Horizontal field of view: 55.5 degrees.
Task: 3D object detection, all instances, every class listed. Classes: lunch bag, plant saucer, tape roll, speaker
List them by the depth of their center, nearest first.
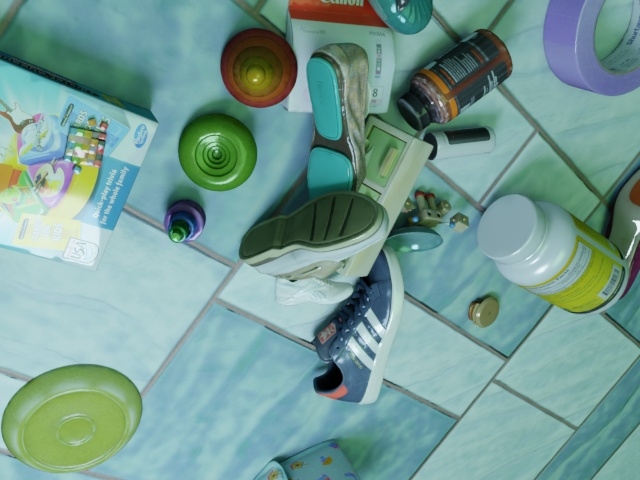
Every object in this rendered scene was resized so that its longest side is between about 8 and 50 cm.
[{"bbox_3d":[-0.443,0.335,1.100,0.241,0.037,0.241,-11,120,-20],"label":"plant saucer"},{"bbox_3d":[0.265,-0.187,1.169,0.136,0.055,0.055,-9,118,-21],"label":"speaker"},{"bbox_3d":[0.569,-0.425,1.175,0.275,0.090,0.275,-11,120,-21],"label":"tape roll"},{"bbox_3d":[0.183,-0.004,1.205,0.119,0.119,0.021,12,67,-30],"label":"plant saucer"},{"bbox_3d":[-0.035,0.583,1.311,0.262,0.223,0.160,-15,115,-16],"label":"lunch bag"}]

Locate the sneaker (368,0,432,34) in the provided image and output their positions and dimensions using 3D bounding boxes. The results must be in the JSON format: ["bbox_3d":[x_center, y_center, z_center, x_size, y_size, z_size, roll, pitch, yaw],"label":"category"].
[{"bbox_3d":[0.117,-0.452,0.909,0.108,0.121,0.302,-34,121,-15],"label":"sneaker"}]

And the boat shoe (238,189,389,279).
[{"bbox_3d":[0.000,0.000,1.023,0.103,0.302,0.113,39,55,-36],"label":"boat shoe"}]

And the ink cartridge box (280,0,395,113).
[{"bbox_3d":[0.036,-0.326,0.988,0.189,0.066,0.232,-4,121,-24],"label":"ink cartridge box"}]

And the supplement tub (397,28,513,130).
[{"bbox_3d":[0.233,-0.278,1.076,0.198,0.106,0.106,-36,125,-5],"label":"supplement tub"}]

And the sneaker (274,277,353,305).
[{"bbox_3d":[-0.012,0.088,1.158,0.152,0.054,0.061,-3,107,-5],"label":"sneaker"}]

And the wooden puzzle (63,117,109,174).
[{"bbox_3d":[-0.326,-0.130,0.843,0.049,0.006,0.083,8,110,-29],"label":"wooden puzzle"}]

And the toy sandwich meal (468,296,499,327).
[{"bbox_3d":[0.382,0.166,1.422,0.085,0.029,0.085,-13,114,-31],"label":"toy sandwich meal"}]

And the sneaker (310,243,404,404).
[{"bbox_3d":[0.064,0.172,1.214,0.148,0.131,0.350,5,106,-14],"label":"sneaker"}]

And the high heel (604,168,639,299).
[{"bbox_3d":[0.765,-0.027,1.488,0.377,0.127,0.181,-61,152,7],"label":"high heel"}]

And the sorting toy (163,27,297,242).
[{"bbox_3d":[-0.151,-0.144,0.925,0.127,0.126,0.365,26,106,-12],"label":"sorting toy"}]

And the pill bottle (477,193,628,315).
[{"bbox_3d":[0.495,0.029,1.309,0.334,0.188,0.188,25,102,-33],"label":"pill bottle"}]

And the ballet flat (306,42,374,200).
[{"bbox_3d":[0.042,-0.170,0.991,0.106,0.107,0.316,-38,145,-35],"label":"ballet flat"}]

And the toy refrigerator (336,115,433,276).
[{"bbox_3d":[0.084,-0.075,1.090,0.094,0.102,0.269,4,117,-58],"label":"toy refrigerator"}]

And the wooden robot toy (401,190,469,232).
[{"bbox_3d":[0.208,-0.046,1.222,0.173,0.076,0.079,8,146,-29],"label":"wooden robot toy"}]

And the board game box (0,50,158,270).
[{"bbox_3d":[-0.436,-0.121,0.847,0.336,0.079,0.254,18,105,-32],"label":"board game box"}]
